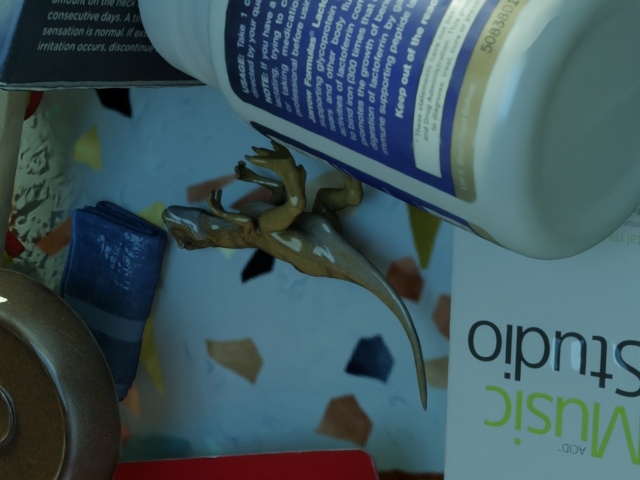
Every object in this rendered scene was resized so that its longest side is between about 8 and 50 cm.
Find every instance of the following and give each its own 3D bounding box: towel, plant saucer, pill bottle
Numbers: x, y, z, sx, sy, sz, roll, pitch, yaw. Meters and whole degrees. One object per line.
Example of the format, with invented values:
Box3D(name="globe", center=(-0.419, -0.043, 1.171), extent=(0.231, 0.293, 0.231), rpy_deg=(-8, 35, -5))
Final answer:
Box3D(name="towel", center=(-0.139, 0.040, 1.052), extent=(0.067, 0.029, 0.119), rpy_deg=(23, 107, 26))
Box3D(name="plant saucer", center=(-0.196, 0.101, 1.004), extent=(0.168, 0.029, 0.168), rpy_deg=(9, 107, 31))
Box3D(name="pill bottle", center=(0.039, -0.104, 0.823), extent=(0.264, 0.153, 0.153), rpy_deg=(27, 109, 37))

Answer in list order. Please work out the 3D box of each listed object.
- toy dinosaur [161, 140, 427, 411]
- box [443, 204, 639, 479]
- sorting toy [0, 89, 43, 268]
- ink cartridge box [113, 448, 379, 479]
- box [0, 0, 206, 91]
Box3D(name="toy dinosaur", center=(0.000, 0.000, 0.958), extent=(0.211, 0.064, 0.112), rpy_deg=(24, 126, 36))
Box3D(name="box", center=(0.177, 0.115, 0.858), extent=(0.232, 0.058, 0.322), rpy_deg=(6, 100, 30))
Box3D(name="sorting toy", center=(-0.293, -0.069, 1.066), extent=(0.255, 0.089, 0.257), rpy_deg=(26, 124, 16))
Box3D(name="ink cartridge box", center=(-0.092, 0.272, 0.969), extent=(0.309, 0.130, 0.272), rpy_deg=(-11, 90, 41))
Box3D(name="box", center=(-0.156, -0.320, 0.913), extent=(0.293, 0.212, 0.396), rpy_deg=(29, 109, 25))
